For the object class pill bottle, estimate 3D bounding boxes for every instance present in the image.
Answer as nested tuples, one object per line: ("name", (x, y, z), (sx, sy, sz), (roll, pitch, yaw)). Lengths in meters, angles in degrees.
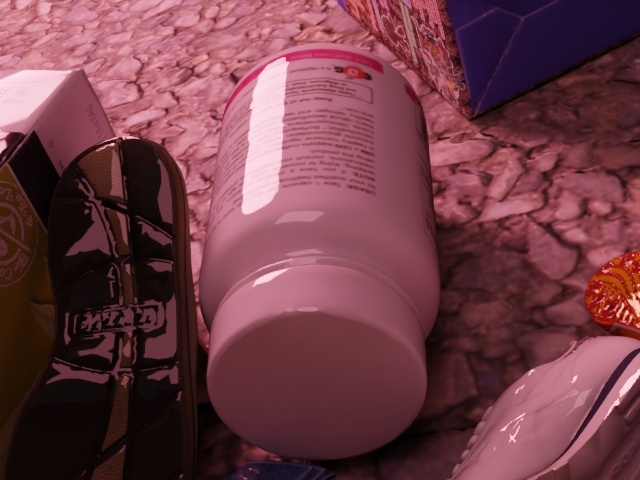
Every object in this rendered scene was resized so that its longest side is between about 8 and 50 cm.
("pill bottle", (0.000, 0.000, 0.820), (0.160, 0.160, 0.283), (-12, 38, 11))

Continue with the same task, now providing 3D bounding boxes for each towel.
("towel", (-0.045, 0.163, 0.709), (0.067, 0.029, 0.119), (1, 15, 27))

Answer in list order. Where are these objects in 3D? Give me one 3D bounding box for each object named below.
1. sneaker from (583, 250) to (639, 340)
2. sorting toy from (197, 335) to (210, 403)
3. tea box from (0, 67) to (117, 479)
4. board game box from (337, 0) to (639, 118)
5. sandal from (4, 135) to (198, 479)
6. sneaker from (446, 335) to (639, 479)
("sneaker", (0.225, 0.055, 0.742), (0.064, 0.067, 0.175), (-46, 25, -1))
("sorting toy", (-0.108, 0.083, 0.837), (0.083, 0.075, 0.045), (-11, 39, 11))
("tea box", (-0.336, 0.054, 0.856), (0.329, 0.220, 0.323), (1, 44, 25))
("board game box", (0.155, -0.275, 1.100), (0.232, 0.141, 0.291), (-27, 38, -9))
("sandal", (-0.125, 0.082, 0.776), (0.120, 0.086, 0.302), (1, 73, 12))
("sneaker", (0.115, 0.139, 0.675), (0.235, 0.090, 0.095), (-36, 27, -25))
